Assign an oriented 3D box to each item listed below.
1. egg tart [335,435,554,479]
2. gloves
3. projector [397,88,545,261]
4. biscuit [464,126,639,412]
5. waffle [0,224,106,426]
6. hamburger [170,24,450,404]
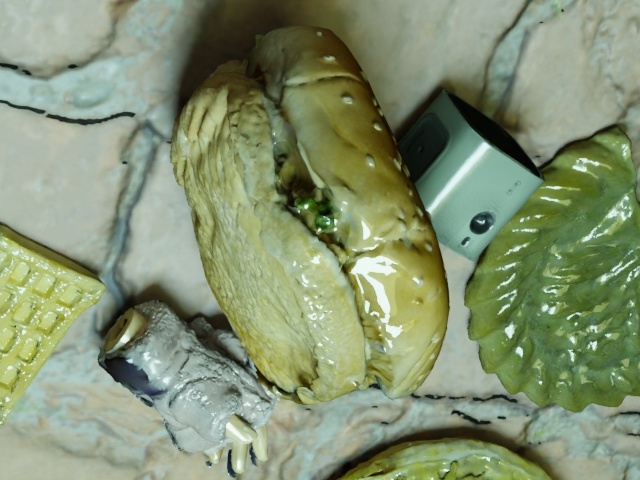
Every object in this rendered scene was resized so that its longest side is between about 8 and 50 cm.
[{"bbox_3d":[0.096,0.299,1.492,0.294,0.116,0.295,-10,128,-14],"label":"egg tart"},{"bbox_3d":[-0.092,0.101,1.299,0.144,0.110,0.094,48,55,-38],"label":"gloves"},{"bbox_3d":[0.101,-0.048,1.277,0.083,0.083,0.082,30,108,-33],"label":"projector"},{"bbox_3d":[0.208,0.051,1.414,0.187,0.036,0.273,-32,128,2],"label":"biscuit"},{"bbox_3d":[-0.233,0.066,1.266,0.097,0.023,0.153,26,111,-31],"label":"waffle"},{"bbox_3d":[0.000,0.000,1.170,0.146,0.243,0.286,-20,116,-11],"label":"hamburger"}]
